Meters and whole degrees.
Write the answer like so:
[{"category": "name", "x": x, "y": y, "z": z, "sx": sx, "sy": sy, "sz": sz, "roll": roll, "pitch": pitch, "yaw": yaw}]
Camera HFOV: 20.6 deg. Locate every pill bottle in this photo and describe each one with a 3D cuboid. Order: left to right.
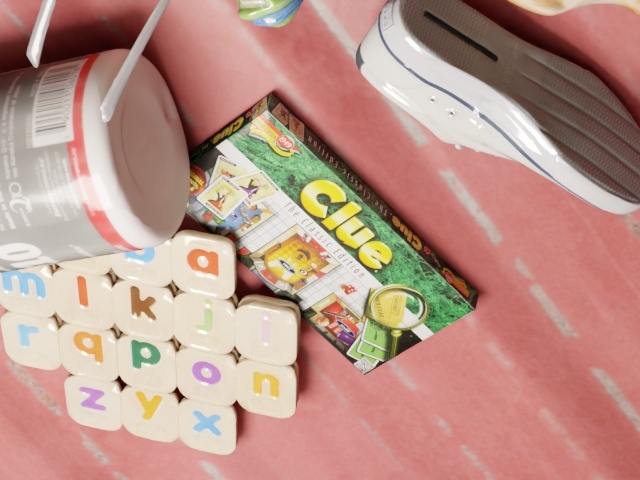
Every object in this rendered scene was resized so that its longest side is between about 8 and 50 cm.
[{"category": "pill bottle", "x": -0.265, "y": -0.054, "z": 1.435, "sx": 0.283, "sy": 0.161, "sz": 0.161, "roll": -9, "pitch": 125, "yaw": 20}]

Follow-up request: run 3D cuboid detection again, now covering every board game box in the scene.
[{"category": "board game box", "x": 0.000, "y": 0.000, "z": 1.500, "sx": 0.136, "sy": 0.030, "sz": 0.260, "roll": -35, "pitch": 113, "yaw": 31}]

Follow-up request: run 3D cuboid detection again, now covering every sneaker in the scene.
[{"category": "sneaker", "x": 0.144, "y": -0.102, "z": 1.359, "sx": 0.258, "sy": 0.094, "sz": 0.091, "roll": 36, "pitch": 148, "yaw": -11}]

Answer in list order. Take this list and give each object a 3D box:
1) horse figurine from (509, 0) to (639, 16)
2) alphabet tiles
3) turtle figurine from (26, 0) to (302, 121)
[{"category": "horse figurine", "x": 0.193, "y": -0.218, "z": 1.260, "sx": 0.263, "sy": 0.066, "sz": 0.174, "roll": 1, "pitch": 122, "yaw": 10}, {"category": "alphabet tiles", "x": -0.156, "y": 0.084, "z": 1.590, "sx": 0.284, "sy": 0.021, "sz": 0.278, "roll": 11, "pitch": 134, "yaw": 11}, {"category": "turtle figurine", "x": -0.130, "y": -0.241, "z": 1.223, "sx": 0.275, "sy": 0.198, "sz": 0.266, "roll": -16, "pitch": 114, "yaw": 7}]
